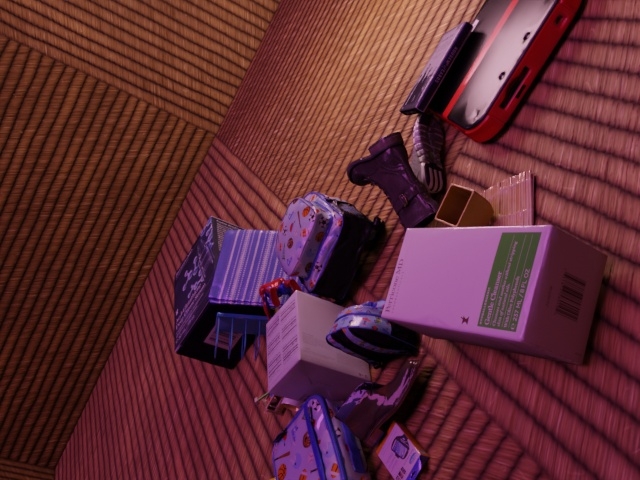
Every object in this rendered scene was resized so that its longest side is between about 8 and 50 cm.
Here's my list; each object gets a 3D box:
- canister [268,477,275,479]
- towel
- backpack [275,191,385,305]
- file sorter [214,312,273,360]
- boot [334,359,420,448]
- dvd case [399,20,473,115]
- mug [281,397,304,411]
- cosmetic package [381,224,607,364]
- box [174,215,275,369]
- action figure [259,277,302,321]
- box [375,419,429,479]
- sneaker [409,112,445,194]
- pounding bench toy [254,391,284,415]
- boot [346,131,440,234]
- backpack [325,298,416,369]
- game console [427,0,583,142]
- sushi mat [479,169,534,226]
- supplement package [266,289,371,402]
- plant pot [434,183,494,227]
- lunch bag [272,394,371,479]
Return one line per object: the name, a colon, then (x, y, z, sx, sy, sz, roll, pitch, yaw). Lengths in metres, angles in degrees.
canister: (-0.104, 0.667, 1.654, 0.126, 0.073, 0.170, -53, 30, 26)
towel: (-0.148, 0.083, 2.027, 0.336, 0.040, 0.243, 3, 64, 17)
backpack: (0.000, 0.000, 1.846, 0.276, 0.213, 0.263, -62, 22, 12)
file sorter: (-0.222, 0.285, 2.044, 0.118, 0.170, 0.104, 111, 162, -59)
boot: (0.117, 0.319, 1.455, 0.219, 0.106, 0.082, -61, -10, 13)
dvd case: (0.287, -0.426, 1.766, 0.238, 0.030, 0.179, -59, 9, 3)
mug: (-0.067, 0.402, 1.814, 0.078, 0.062, 0.064, -15, 48, 50)
cosmetic package: (0.292, 0.087, 1.243, 0.366, 0.155, 0.196, -1, 69, 58)
box: (-0.326, 0.166, 2.318, 0.293, 0.212, 0.395, -55, 28, 25)
action figure: (-0.098, 0.167, 1.829, 0.280, 0.092, 0.139, -179, 68, -79)
box: (0.164, 0.429, 1.393, 0.081, 0.028, 0.136, -62, 29, 9)
sneaker: (0.230, -0.193, 1.704, 0.132, 0.086, 0.228, -39, 38, 48)
pounding bench toy: (-0.129, 0.420, 1.885, 0.065, 0.083, 0.052, -62, 26, 12)
boot: (0.169, -0.108, 1.651, 0.229, 0.091, 0.263, 65, 157, 8)
backpack: (0.104, 0.193, 1.527, 0.158, 0.173, 0.116, -34, 41, 50)
game console: (0.405, -0.429, 1.608, 0.386, 0.060, 0.342, -59, 21, 15)
sushi mat: (0.353, 0.022, 1.368, 0.151, 0.019, 0.316, -28, 46, 51)
supplement package: (-0.010, 0.263, 1.661, 0.149, 0.194, 0.203, -49, 31, 34)
plant pot: (0.298, -0.057, 1.414, 0.081, 0.083, 0.081, -65, 28, 4)
lunch bag: (0.001, 0.495, 1.540, 0.243, 0.115, 0.303, -55, 33, 27)
